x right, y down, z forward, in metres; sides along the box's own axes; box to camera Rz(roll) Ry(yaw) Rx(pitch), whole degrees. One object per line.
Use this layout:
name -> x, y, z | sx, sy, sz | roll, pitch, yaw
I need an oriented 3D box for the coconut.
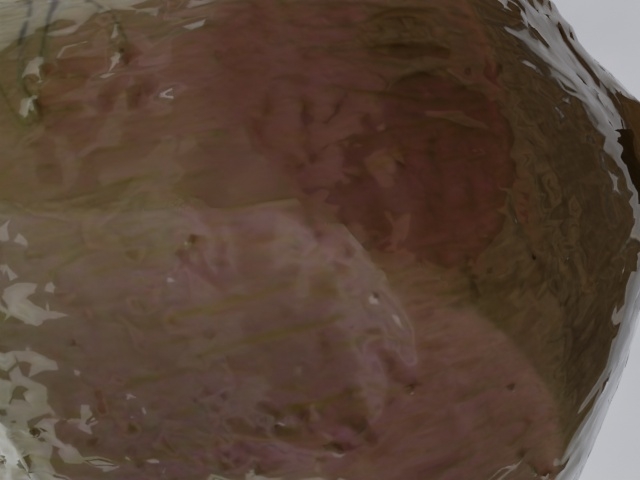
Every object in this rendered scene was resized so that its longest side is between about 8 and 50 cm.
coconut -> 0.000, 0.000, 0.787 | 0.405, 0.405, 0.404 | 9, -106, -34
